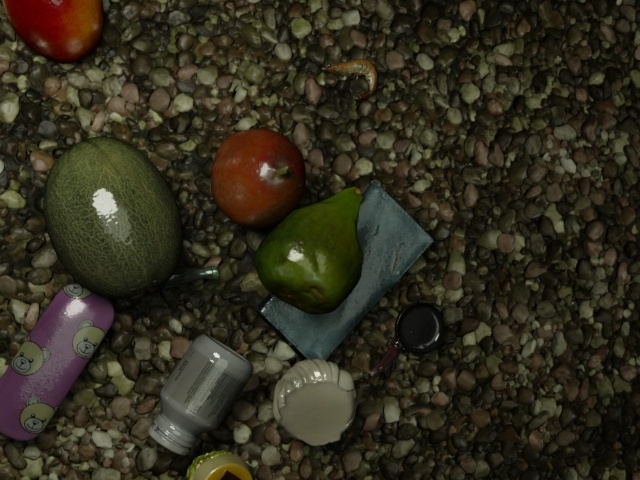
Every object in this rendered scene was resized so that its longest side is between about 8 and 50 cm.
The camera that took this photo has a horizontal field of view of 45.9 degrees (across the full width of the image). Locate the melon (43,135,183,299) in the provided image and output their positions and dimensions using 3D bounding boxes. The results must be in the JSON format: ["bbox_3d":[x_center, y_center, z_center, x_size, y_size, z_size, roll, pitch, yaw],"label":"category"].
[{"bbox_3d":[-0.385,-0.042,1.402,0.238,0.237,0.301,-23,93,-11],"label":"melon"}]

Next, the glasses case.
[{"bbox_3d":[-0.517,0.231,1.448,0.123,0.076,0.316,32,83,-9],"label":"glasses case"}]

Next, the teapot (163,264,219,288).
[{"bbox_3d":[-0.262,0.071,1.524,0.111,0.043,0.042,-5,90,-15],"label":"teapot"}]

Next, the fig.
[{"bbox_3d":[0.000,0.000,1.476,0.206,0.206,0.275,31,63,-10],"label":"fig"}]

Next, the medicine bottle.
[{"bbox_3d":[-0.239,0.303,1.475,0.135,0.135,0.215,34,83,-9],"label":"medicine bottle"}]

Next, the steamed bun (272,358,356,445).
[{"bbox_3d":[-0.014,0.320,1.530,0.183,0.106,0.182,-2,107,-7],"label":"steamed bun"}]

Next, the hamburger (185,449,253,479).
[{"bbox_3d":[-0.202,0.483,1.509,0.141,0.081,0.126,23,87,-23],"label":"hamburger"}]

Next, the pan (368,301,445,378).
[{"bbox_3d":[0.177,0.219,1.610,0.212,0.040,0.115,-41,98,-17],"label":"pan"}]

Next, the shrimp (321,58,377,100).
[{"bbox_3d":[0.062,-0.344,1.605,0.127,0.025,0.091,3,90,-14],"label":"shrimp"}]

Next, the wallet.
[{"bbox_3d":[0.052,0.073,1.585,0.191,0.046,0.379,44,81,-8],"label":"wallet"}]

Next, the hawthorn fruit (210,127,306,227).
[{"bbox_3d":[-0.105,-0.125,1.454,0.200,0.251,0.199,2,86,-26],"label":"hawthorn fruit"}]

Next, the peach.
[{"bbox_3d":[-0.507,-0.452,1.439,0.196,0.226,0.190,11,49,21],"label":"peach"}]
